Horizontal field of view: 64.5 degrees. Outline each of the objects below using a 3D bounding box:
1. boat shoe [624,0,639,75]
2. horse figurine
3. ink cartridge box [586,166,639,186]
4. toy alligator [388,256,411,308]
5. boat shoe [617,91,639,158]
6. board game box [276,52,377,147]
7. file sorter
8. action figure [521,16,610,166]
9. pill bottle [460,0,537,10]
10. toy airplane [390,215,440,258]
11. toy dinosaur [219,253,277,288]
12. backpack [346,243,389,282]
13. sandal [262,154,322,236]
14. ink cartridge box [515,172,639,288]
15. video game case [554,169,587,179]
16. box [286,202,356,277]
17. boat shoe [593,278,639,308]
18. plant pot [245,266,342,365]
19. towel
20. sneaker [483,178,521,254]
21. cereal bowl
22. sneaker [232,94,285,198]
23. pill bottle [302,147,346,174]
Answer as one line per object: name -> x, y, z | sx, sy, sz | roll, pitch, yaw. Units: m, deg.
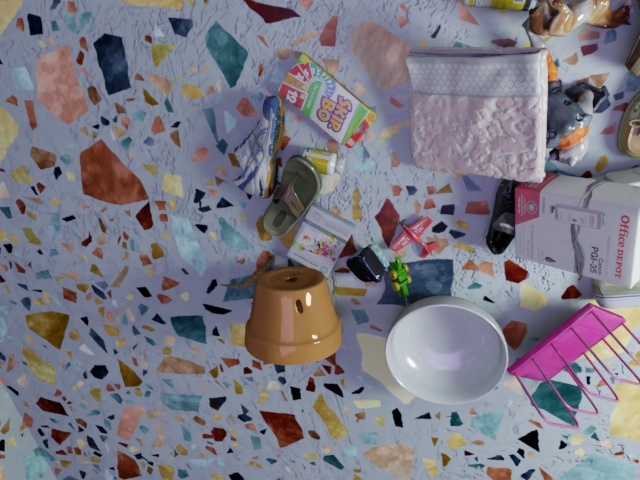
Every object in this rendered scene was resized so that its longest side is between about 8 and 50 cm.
boat shoe -> 0.739, -0.531, 1.079 | 0.123, 0.123, 0.341 | 38, 126, 31
horse figurine -> 0.553, -0.510, 1.095 | 0.264, 0.066, 0.174 | -23, 139, -2
ink cartridge box -> 0.818, -0.074, 1.214 | 0.354, 0.119, 0.206 | -11, 110, 16
toy alligator -> 0.234, 0.127, 1.504 | 0.051, 0.056, 0.189 | 23, 135, 55
boat shoe -> 0.779, -0.318, 1.153 | 0.105, 0.089, 0.285 | 19, 115, 7
board game box -> 0.018, -0.371, 1.367 | 0.259, 0.039, 0.124 | 38, 116, -5
file sorter -> 0.700, 0.342, 1.343 | 0.202, 0.182, 0.290 | 19, 122, -35
action figure -> 0.486, -0.293, 1.199 | 0.341, 0.178, 0.330 | -43, 86, 22
pill bottle -> 0.382, -0.585, 1.135 | 0.209, 0.119, 0.119 | 10, 114, 11
toy airplane -> 0.278, -0.004, 1.446 | 0.151, 0.028, 0.151 | 6, 114, 13
toy dinosaur -> -0.203, 0.125, 1.619 | 0.212, 0.064, 0.112 | -37, 81, 15
backpack -> 0.138, 0.069, 1.476 | 0.105, 0.084, 0.114 | 51, 155, -6
sandal -> -0.088, -0.108, 1.442 | 0.120, 0.086, 0.302 | 31, 129, 2
ink cartridge box -> 0.621, -0.034, 1.203 | 0.283, 0.117, 0.207 | 20, 130, 46
video game case -> 0.670, -0.102, 1.311 | 0.167, 0.015, 0.119 | 18, 114, 7
box -> 0.000, 0.000, 1.517 | 0.145, 0.038, 0.186 | 29, 117, 2
boat shoe -> 0.864, 0.105, 1.294 | 0.303, 0.109, 0.094 | -15, 105, 23
plant pot -> -0.083, 0.203, 1.486 | 0.291, 0.291, 0.203 | 2, 109, 14
towel -> 0.359, -0.293, 1.196 | 0.332, 0.053, 0.316 | 15, 133, 37
sneaker -> 0.487, -0.063, 1.324 | 0.078, 0.106, 0.234 | 13, 114, 9
cereal bowl -> 0.364, 0.303, 1.485 | 0.340, 0.141, 0.338 | 5, 113, 12
sneaker -> -0.181, -0.263, 1.419 | 0.131, 0.112, 0.296 | 16, 114, 9
pill bottle -> 0.009, -0.217, 1.412 | 0.117, 0.065, 0.065 | 13, 114, 10
